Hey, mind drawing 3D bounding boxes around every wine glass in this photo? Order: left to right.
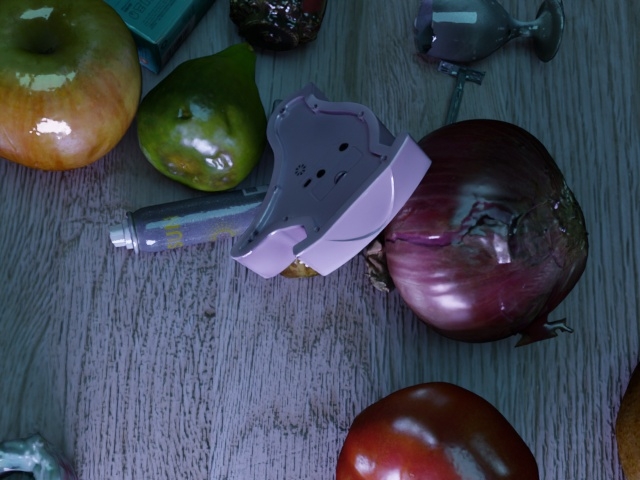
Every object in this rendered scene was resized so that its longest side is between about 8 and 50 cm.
[{"bbox_3d":[0.293,-0.373,1.487,0.241,0.126,0.126,0,74,-9],"label":"wine glass"}]

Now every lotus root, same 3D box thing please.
[{"bbox_3d":[-0.002,-0.002,1.345,0.095,0.135,0.159,34,85,0],"label":"lotus root"}]

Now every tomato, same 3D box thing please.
[{"bbox_3d":[0.173,0.345,1.208,0.226,0.298,0.299,-5,70,-52],"label":"tomato"}]

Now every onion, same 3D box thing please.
[{"bbox_3d":[0.252,-0.003,1.283,0.353,0.353,0.354,2,74,-8],"label":"onion"}]

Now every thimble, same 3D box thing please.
[{"bbox_3d":[-0.422,0.362,1.151,0.185,0.149,0.211,29,73,1],"label":"thimble"}]

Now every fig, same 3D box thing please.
[{"bbox_3d":[-0.171,-0.219,1.352,0.206,0.206,0.275,18,58,-4],"label":"fig"}]

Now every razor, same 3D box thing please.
[{"bbox_3d":[0.228,-0.213,1.477,0.084,0.036,0.211,15,72,-2],"label":"razor"}]

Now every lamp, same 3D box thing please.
[{"bbox_3d":[-0.059,-0.456,1.434,0.177,0.177,0.274,12,71,-6],"label":"lamp"}]

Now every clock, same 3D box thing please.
[{"bbox_3d":[-0.019,-0.075,1.247,0.290,0.080,0.275,-49,44,2],"label":"clock"}]

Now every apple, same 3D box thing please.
[{"bbox_3d":[-0.407,-0.240,1.275,0.286,0.233,0.286,3,66,-7],"label":"apple"}]

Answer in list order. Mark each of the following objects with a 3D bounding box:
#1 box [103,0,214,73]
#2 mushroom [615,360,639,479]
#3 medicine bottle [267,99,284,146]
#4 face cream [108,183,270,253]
[{"bbox_3d":[-0.340,-0.448,1.408,0.311,0.118,0.205,32,70,0],"label":"box"},{"bbox_3d":[0.632,0.315,1.325,0.345,0.260,0.346,-8,58,13],"label":"mushroom"},{"bbox_3d":[-0.014,-0.184,1.406,0.140,0.079,0.079,8,73,-6],"label":"medicine bottle"},{"bbox_3d":[-0.187,-0.033,1.339,0.283,0.073,0.073,-11,76,-12],"label":"face cream"}]
